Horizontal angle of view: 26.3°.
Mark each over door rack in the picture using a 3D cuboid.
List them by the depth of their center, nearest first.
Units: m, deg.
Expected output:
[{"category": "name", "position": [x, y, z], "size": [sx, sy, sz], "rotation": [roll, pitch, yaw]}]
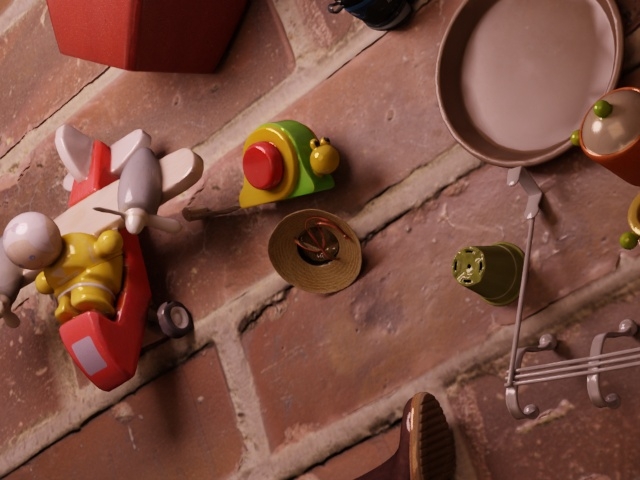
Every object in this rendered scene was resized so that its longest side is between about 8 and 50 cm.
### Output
[{"category": "over door rack", "position": [0.344, 0.048, 1.620], "size": [0.239, 0.108, 0.324], "rotation": [-15, 59, 36]}]

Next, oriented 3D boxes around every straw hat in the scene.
[{"category": "straw hat", "position": [0.000, 0.000, 1.921], "size": [0.144, 0.144, 0.061], "rotation": [-31, 23, 31]}]

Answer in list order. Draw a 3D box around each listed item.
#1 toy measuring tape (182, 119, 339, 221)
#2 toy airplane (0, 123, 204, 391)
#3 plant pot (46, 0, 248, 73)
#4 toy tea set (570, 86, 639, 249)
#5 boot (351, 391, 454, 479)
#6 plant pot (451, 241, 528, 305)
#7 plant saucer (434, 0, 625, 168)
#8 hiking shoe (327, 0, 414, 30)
[{"category": "toy measuring tape", "position": [-0.096, -0.106, 1.994], "size": [0.330, 0.121, 0.121], "rotation": [-12, 75, 46]}, {"category": "toy airplane", "position": [-0.366, -0.011, 2.088], "size": [0.384, 0.272, 0.386], "rotation": [29, 101, 39]}, {"category": "plant pot", "position": [-0.269, -0.386, 2.105], "size": [0.267, 0.267, 0.236], "rotation": [19, 107, 40]}, {"category": "toy tea set", "position": [0.424, -0.144, 1.473], "size": [0.336, 0.124, 0.200], "rotation": [-40, 40, 17]}, {"category": "boot", "position": [0.068, 0.323, 1.790], "size": [0.206, 0.090, 0.249], "rotation": [-5, 82, 36]}, {"category": "plant pot", "position": [0.208, 0.037, 1.735], "size": [0.083, 0.079, 0.083], "rotation": [-8, 77, 37]}, {"category": "plant saucer", "position": [0.271, -0.227, 1.759], "size": [0.277, 0.041, 0.278], "rotation": [-8, 77, 39]}, {"category": "hiking shoe", "position": [0.086, -0.448, 1.889], "size": [0.113, 0.132, 0.304], "rotation": [1, 82, 39]}]
